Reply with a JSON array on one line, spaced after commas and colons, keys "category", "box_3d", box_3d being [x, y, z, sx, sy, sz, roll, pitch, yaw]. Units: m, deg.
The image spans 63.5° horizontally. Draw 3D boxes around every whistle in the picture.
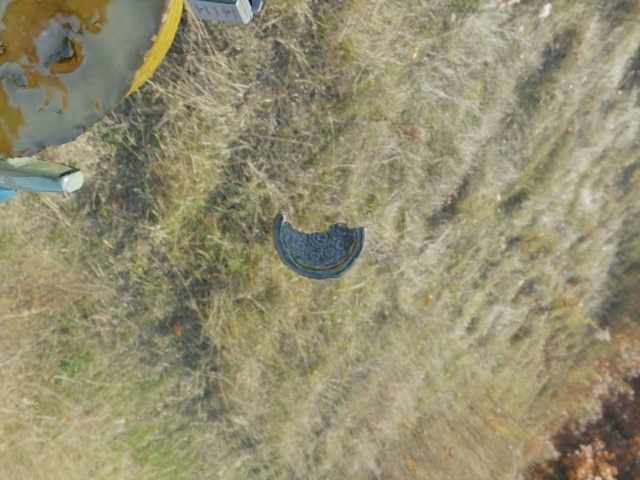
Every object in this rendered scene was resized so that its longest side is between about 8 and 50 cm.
[{"category": "whistle", "box_3d": [-0.352, -0.072, 0.514, 0.114, 0.235, 0.077, -66, 165, -69]}]

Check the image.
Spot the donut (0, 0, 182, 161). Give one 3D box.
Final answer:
[{"category": "donut", "box_3d": [-0.200, -0.191, 0.302, 0.278, 0.277, 0.108, -63, -176, 23]}]

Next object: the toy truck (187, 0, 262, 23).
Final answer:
[{"category": "toy truck", "box_3d": [-0.137, -0.359, 0.608, 0.253, 0.114, 0.124, 56, 45, -79]}]

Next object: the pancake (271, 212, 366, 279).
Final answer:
[{"category": "pancake", "box_3d": [0.000, 0.000, 1.059, 0.190, 0.020, 0.184, -27, 107, 10]}]
